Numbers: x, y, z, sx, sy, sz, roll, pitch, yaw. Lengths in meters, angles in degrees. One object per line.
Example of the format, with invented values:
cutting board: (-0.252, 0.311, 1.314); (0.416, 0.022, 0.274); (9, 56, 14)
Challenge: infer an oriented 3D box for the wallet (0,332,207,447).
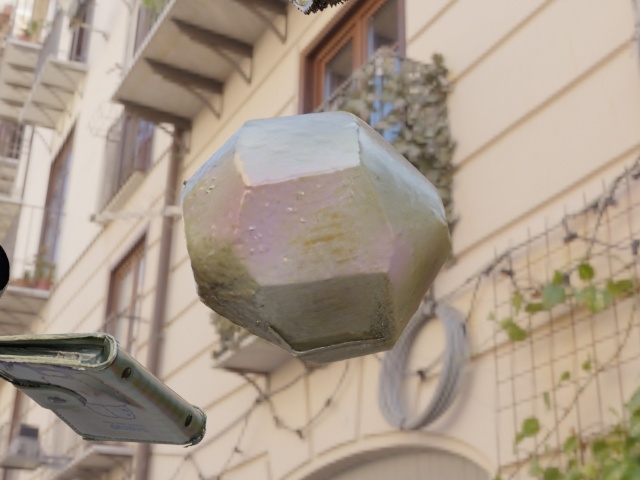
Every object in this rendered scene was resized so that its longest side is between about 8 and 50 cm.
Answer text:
wallet: (-0.308, 0.204, 1.384); (0.223, 0.077, 0.309); (4, -27, 20)

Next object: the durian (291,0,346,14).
durian: (0.007, -0.288, 1.044); (0.071, 0.140, 0.110); (-7, -50, -11)

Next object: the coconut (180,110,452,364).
coconut: (0.000, 0.000, 1.328); (0.353, 0.352, 0.352); (1, -25, 0)

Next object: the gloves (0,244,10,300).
gloves: (-0.531, 0.052, 1.412); (0.219, 0.131, 0.140); (-8, -2, 43)
